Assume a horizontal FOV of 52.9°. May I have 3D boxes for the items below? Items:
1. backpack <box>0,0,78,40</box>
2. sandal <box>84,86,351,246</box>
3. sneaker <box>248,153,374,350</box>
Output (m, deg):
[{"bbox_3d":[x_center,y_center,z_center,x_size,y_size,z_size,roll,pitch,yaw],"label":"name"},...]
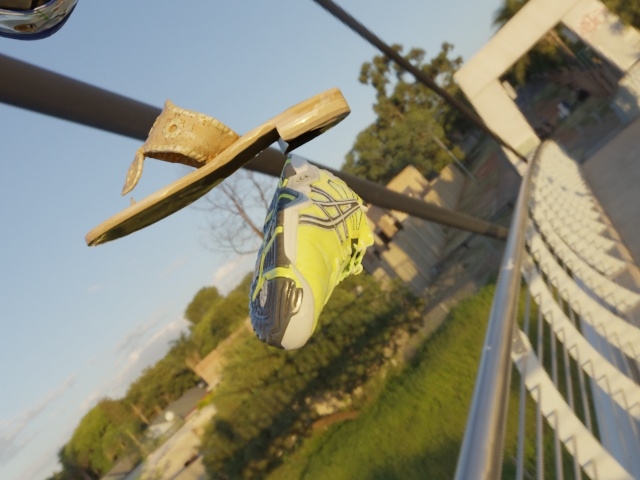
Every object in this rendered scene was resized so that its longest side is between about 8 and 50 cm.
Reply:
[{"bbox_3d":[-0.423,-0.408,0.851,0.213,0.276,0.264,144,141,-69],"label":"backpack"},{"bbox_3d":[-0.096,-0.085,0.528,0.240,0.079,0.088,-29,0,-10],"label":"sandal"},{"bbox_3d":[0.000,0.000,0.830,0.385,0.147,0.145,-83,14,-59],"label":"sneaker"}]
